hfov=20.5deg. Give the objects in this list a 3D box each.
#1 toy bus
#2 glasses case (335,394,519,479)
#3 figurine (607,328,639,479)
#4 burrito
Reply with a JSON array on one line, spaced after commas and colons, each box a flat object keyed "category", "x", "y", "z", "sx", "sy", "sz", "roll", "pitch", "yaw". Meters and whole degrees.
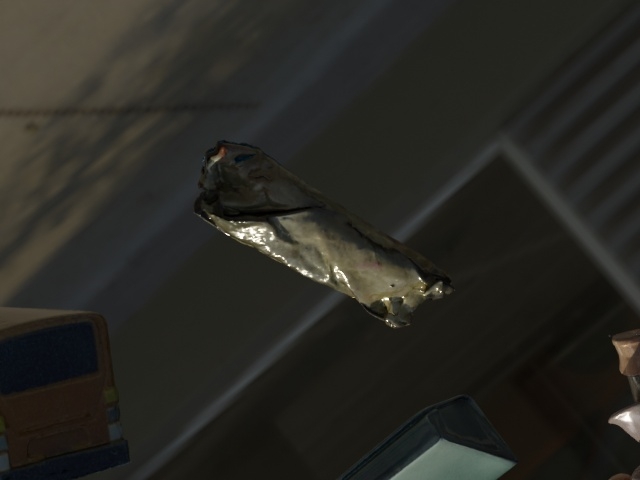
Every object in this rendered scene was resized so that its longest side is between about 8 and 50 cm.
[{"category": "toy bus", "x": -0.194, "y": 0.082, "z": 0.970, "sx": 0.091, "sy": 0.103, "sz": 0.182, "roll": -12, "pitch": -173, "yaw": -39}, {"category": "glasses case", "x": 0.007, "y": 0.205, "z": 1.273, "sx": 0.266, "sy": 0.056, "sz": 0.105, "roll": -42, "pitch": 141, "yaw": 21}, {"category": "figurine", "x": 0.345, "y": 0.212, "z": 1.666, "sx": 0.200, "sy": 0.276, "sz": 0.133, "roll": -15, "pitch": 170, "yaw": 32}, {"category": "burrito", "x": 0.000, "y": -0.001, "z": 1.045, "sx": 0.051, "sy": 0.171, "sz": 0.042, "roll": -52, "pitch": -154, "yaw": 19}]
